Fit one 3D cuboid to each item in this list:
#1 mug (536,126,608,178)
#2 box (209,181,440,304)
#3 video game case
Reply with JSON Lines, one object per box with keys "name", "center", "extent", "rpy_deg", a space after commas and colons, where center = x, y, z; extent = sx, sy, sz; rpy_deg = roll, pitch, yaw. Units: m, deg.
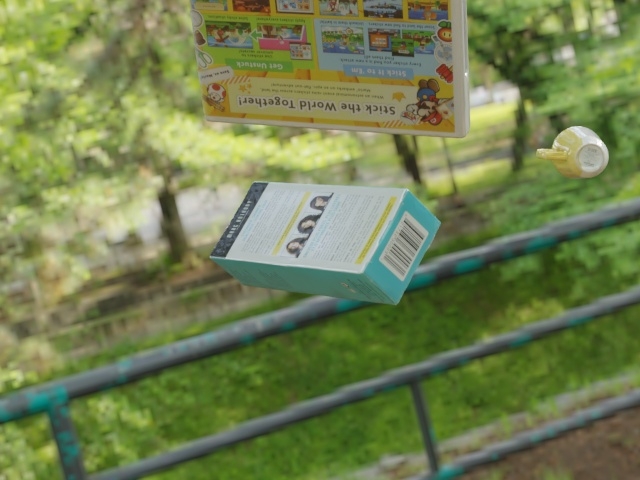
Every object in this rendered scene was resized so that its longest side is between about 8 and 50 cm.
{"name": "mug", "center": [0.299, -0.095, 1.769], "extent": [0.078, 0.062, 0.064], "rpy_deg": [-31, 10, 1]}
{"name": "box", "center": [0.000, 0.000, 1.532], "extent": [0.244, 0.060, 0.101], "rpy_deg": [5, 60, 50]}
{"name": "video game case", "center": [0.004, -0.182, 1.208], "extent": [0.227, 0.206, 0.026], "rpy_deg": [5, 34, 16]}
